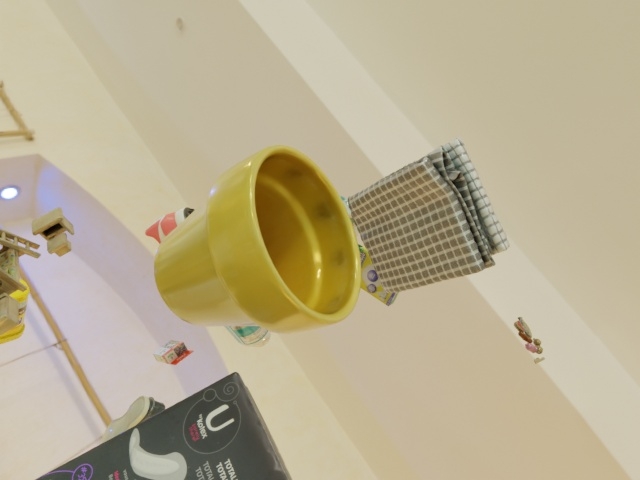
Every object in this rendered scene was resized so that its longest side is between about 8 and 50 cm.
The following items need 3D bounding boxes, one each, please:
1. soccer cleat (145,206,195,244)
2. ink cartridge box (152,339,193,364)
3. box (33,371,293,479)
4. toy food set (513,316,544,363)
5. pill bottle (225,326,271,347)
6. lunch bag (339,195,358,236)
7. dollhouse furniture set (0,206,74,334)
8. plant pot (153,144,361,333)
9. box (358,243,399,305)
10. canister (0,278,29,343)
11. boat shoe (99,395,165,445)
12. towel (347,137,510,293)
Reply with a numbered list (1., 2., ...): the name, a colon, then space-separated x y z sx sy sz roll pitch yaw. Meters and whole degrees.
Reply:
1. soccer cleat: -0.296 0.072 1.068 0.117 0.108 0.318 -19 -61 6
2. ink cartridge box: -0.392 0.297 1.172 0.115 0.063 0.029 -9 -69 47
3. box: -0.172 0.305 0.502 0.165 0.270 0.143 53 -18 36
4. toy food set: 0.547 0.256 1.154 0.019 0.078 0.122 -45 -120 39
5. pill bottle: -0.262 0.277 1.553 0.146 0.146 0.264 22 -28 33
6. lunch bag: 0.000 0.000 1.105 0.223 0.160 0.262 -66 -156 14
7. dollhouse furniture set: -0.498 0.028 0.723 0.182 0.161 0.101 50 -11 42
8. plant pot: -0.104 0.023 0.651 0.239 0.254 0.253 -21 -87 28
9. box: 0.148 0.093 1.254 0.179 0.043 0.105 33 -70 25
10. canister: -0.789 0.178 1.076 0.073 0.126 0.170 46 -56 21
11. boat shoe: -0.553 0.544 1.288 0.254 0.079 0.095 -46 -142 13
12. towel: 0.189 -0.030 0.858 0.284 0.121 0.234 -26 -95 56
